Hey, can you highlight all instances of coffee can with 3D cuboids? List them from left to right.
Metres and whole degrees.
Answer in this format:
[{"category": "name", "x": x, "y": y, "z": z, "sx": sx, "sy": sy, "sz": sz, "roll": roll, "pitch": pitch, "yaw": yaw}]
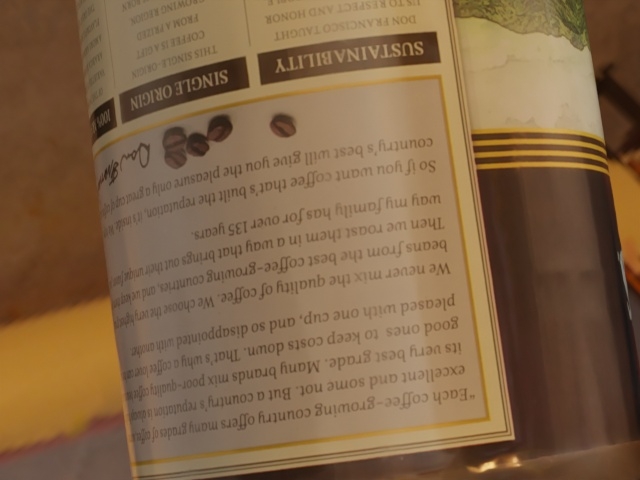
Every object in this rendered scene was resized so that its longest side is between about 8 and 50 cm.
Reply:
[{"category": "coffee can", "x": 0.011, "y": -0.032, "z": 0.688, "sx": 0.202, "sy": 0.275, "sz": 0.201, "roll": -8, "pitch": -6, "yaw": -1}]
